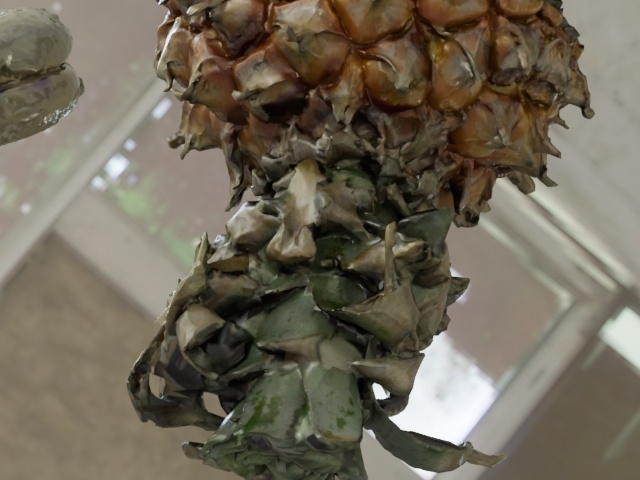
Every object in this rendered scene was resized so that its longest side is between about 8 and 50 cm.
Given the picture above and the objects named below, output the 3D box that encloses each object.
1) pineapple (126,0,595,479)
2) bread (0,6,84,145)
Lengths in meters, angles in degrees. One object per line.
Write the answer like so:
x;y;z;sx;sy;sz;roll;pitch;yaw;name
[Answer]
0.000;0.000;1.010;0.262;0.272;0.262;9;-30;5;pineapple
-0.337;-0.080;1.383;0.183;0.337;0.102;-53;129;-63;bread
